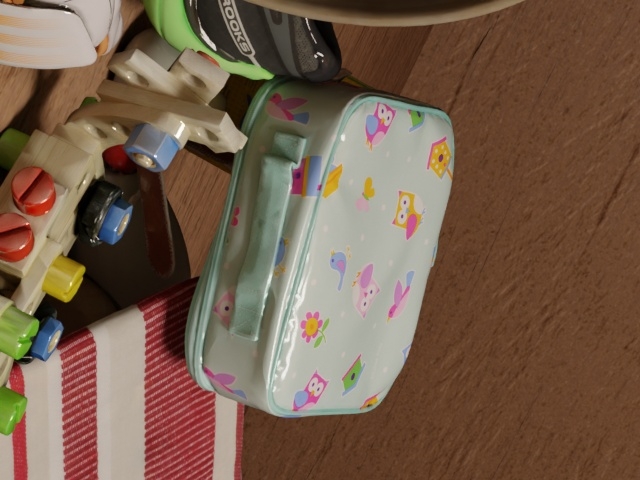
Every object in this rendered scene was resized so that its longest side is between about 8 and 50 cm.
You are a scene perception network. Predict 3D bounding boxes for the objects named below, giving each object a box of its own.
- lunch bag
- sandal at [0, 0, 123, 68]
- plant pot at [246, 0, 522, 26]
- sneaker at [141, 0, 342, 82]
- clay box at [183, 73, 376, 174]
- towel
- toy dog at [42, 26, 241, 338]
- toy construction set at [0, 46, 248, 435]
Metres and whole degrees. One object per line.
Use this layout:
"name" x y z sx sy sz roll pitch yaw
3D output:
"lunch bag" 0.000 0.000 1.343 0.224 0.108 0.279 5 100 -57
"sandal" -0.162 -0.129 0.947 0.265 0.102 0.076 92 19 -79
"plant pot" 0.030 -0.324 0.916 0.323 0.323 0.280 104 0 -64
"sneaker" 0.047 -0.334 1.233 0.483 0.202 0.185 -63 173 14
"clay box" -0.030 -0.105 1.502 0.127 0.222 0.053 -65 172 31
"towel" -0.187 0.167 1.325 0.329 0.037 0.237 -25 131 -40
"toy dog" -0.132 -0.009 1.407 0.220 0.161 0.334 -58 172 -26
"toy construction set" -0.195 -0.006 1.108 0.328 0.151 0.215 -47 169 -18
